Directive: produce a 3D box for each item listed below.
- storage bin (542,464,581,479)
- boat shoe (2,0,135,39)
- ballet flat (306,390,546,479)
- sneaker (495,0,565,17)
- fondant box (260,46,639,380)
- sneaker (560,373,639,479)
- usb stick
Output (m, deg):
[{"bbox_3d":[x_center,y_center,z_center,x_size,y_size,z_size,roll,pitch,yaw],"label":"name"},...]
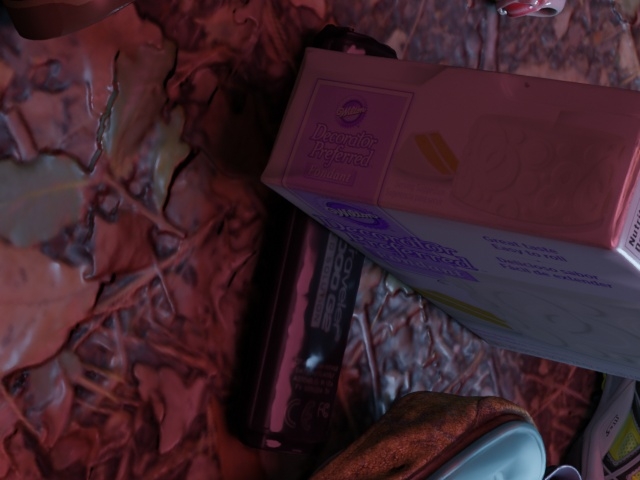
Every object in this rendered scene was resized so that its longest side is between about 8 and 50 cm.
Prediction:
[{"bbox_3d":[0.117,0.219,1.250,0.135,0.091,0.098,-35,118,-34],"label":"storage bin"},{"bbox_3d":[-0.068,-0.234,1.011,0.307,0.111,0.104,-42,122,-32],"label":"boat shoe"},{"bbox_3d":[-0.004,0.198,1.121,0.348,0.123,0.123,-31,115,-33],"label":"ballet flat"},{"bbox_3d":[0.134,-0.199,1.244,0.134,0.051,0.070,23,74,-46],"label":"sneaker"},{"bbox_3d":[0.150,0.000,1.112,0.330,0.238,0.096,37,70,-53],"label":"fondant box"},{"bbox_3d":[0.283,0.174,1.362,0.145,0.147,0.384,13,87,-45],"label":"sneaker"},{"bbox_3d":[0.000,0.000,1.148,0.077,0.045,0.278,17,83,-51],"label":"usb stick"}]
